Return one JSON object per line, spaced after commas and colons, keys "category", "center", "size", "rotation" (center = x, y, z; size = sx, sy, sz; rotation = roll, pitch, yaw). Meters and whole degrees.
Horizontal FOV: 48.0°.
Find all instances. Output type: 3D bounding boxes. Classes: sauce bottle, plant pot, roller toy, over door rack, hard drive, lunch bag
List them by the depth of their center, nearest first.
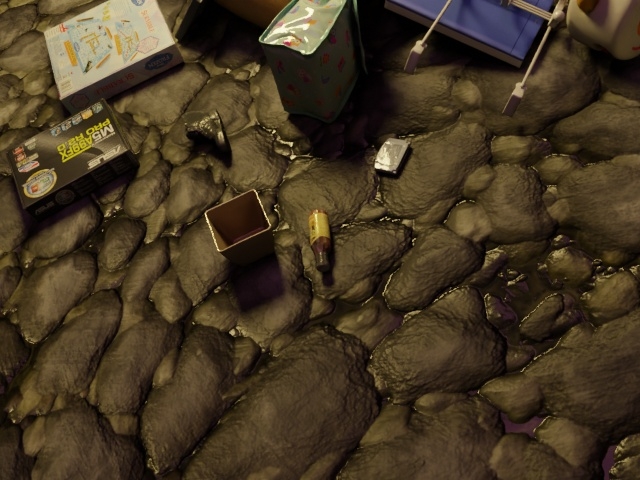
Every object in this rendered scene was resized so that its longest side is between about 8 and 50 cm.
{"category": "sauce bottle", "center": [0.000, 0.000, 1.377], "size": [0.042, 0.042, 0.128], "rotation": [-12, 52, 9]}
{"category": "plant pot", "center": [-0.147, -0.013, 1.398], "size": [0.109, 0.096, 0.109], "rotation": [-25, 53, -1]}
{"category": "roller toy", "center": [0.586, -0.466, 1.417], "size": [0.209, 0.191, 0.146], "rotation": [-39, 54, -17]}
{"category": "over door rack", "center": [0.349, -0.435, 1.446], "size": [0.240, 0.108, 0.324], "rotation": [26, 67, 9]}
{"category": "lunch bag", "center": [0.011, -0.425, 1.552], "size": [0.160, 0.223, 0.262], "rotation": [21, 64, 23]}
{"category": "hard drive", "center": [0.329, -0.523, 1.566], "size": [0.319, 0.040, 0.210], "rotation": [27, 67, 9]}
{"category": "plant pot", "center": [-0.094, -0.595, 1.714], "size": [0.254, 0.237, 0.237], "rotation": [41, 75, 12]}

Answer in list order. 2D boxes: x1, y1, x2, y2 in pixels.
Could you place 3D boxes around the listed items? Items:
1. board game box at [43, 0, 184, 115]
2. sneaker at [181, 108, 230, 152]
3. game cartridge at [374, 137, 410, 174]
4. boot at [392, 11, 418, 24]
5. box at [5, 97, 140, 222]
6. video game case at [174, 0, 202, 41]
{"category": "board game box", "center": [-0.547, -0.509, 1.882], "size": [0.318, 0.066, 0.318], "rotation": [-26, 53, -1]}
{"category": "sneaker", "center": [-0.261, -0.242, 1.623], "size": [0.089, 0.051, 0.170], "rotation": [-22, 48, 2]}
{"category": "game cartridge", "center": [0.144, -0.172, 1.466], "size": [0.056, 0.017, 0.083], "rotation": [17, 63, 23]}
{"category": "boot", "center": [0.198, -0.606, 1.696], "size": [0.247, 0.094, 0.207], "rotation": [10, 56, 16]}
{"category": "box", "center": [-0.582, -0.192, 1.681], "size": [0.270, 0.060, 0.216], "rotation": [-30, 53, -4]}
{"category": "video game case", "center": [-0.274, -0.654, 1.841], "size": [0.026, 0.196, 0.274], "rotation": [35, 65, -13]}
